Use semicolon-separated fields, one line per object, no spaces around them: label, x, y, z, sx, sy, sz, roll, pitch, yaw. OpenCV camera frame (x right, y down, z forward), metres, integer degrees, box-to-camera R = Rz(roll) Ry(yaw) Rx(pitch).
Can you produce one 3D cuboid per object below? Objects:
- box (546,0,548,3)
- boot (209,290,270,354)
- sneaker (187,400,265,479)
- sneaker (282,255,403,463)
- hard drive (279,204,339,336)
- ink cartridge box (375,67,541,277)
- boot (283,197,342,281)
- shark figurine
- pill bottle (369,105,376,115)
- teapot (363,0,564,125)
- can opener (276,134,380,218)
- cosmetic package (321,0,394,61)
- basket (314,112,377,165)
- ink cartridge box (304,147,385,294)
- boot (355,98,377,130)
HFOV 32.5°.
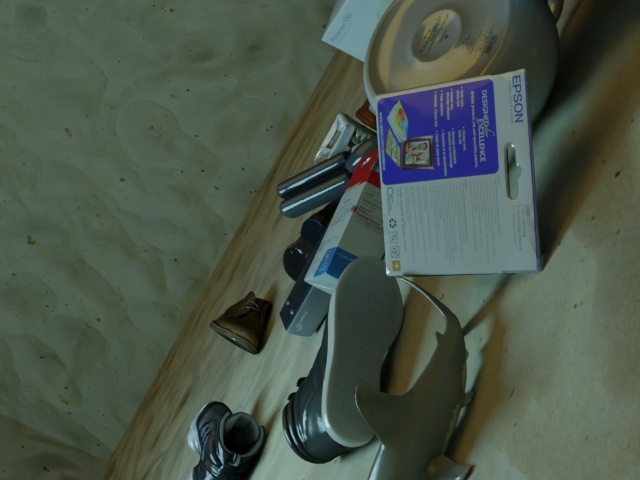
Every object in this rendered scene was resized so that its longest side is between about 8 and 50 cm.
box;0.271;-0.466;1.572;0.296;0.183;0.294;-52;16;51
boot;-0.164;0.170;2.381;0.115;0.112;0.305;-52;8;0
sneaker;-0.158;0.340;1.907;0.153;0.101;0.268;-58;17;25
sneaker;0.021;0.156;1.424;0.147;0.105;0.295;-45;24;46
hard drive;0.012;0.044;1.917;0.254;0.054;0.172;-61;10;4
ink cartridge box;0.150;-0.065;1.157;0.208;0.045;0.206;-3;91;47
boot;0.000;0.000;2.121;0.106;0.082;0.219;-43;-8;-34
shark figurine;0.088;0.150;1.092;0.166;0.116;0.278;-40;27;63
pill bottle;0.149;-0.285;2.010;0.137;0.078;0.078;-60;10;17
teapot;0.191;-0.204;1.319;0.256;0.187;0.252;-32;49;26
can opener;0.027;-0.125;1.919;0.283;0.095;0.076;-24;63;30
cosmetic package;0.156;-0.395;1.838;0.224;0.225;0.138;-52;15;51
basket;0.061;-0.163;2.072;0.113;0.103;0.167;-61;9;10
ink cartridge box;0.067;-0.027;1.754;0.231;0.078;0.134;-65;11;-13
boot;0.137;-0.293;2.128;0.152;0.073;0.197;-55;15;20
